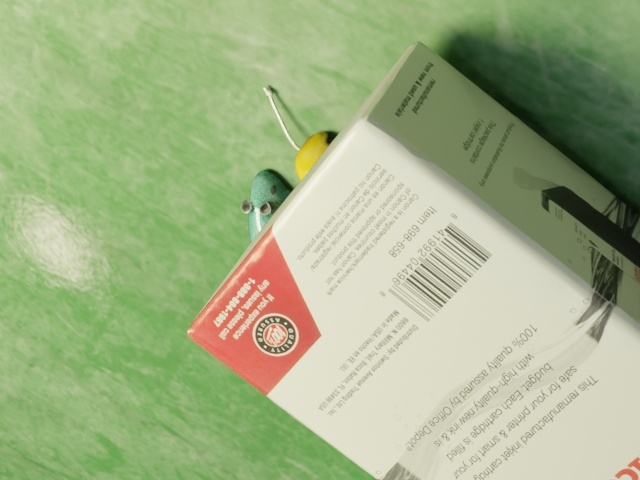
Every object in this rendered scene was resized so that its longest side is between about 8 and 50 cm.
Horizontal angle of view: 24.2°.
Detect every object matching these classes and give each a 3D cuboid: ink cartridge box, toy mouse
[{"bbox_3d":[0.094,0.053,0.865,0.273,0.114,0.197,38,126,-3],"label":"ink cartridge box"},{"bbox_3d":[0.000,0.000,0.965,0.161,0.031,0.143,34,134,5],"label":"toy mouse"}]
